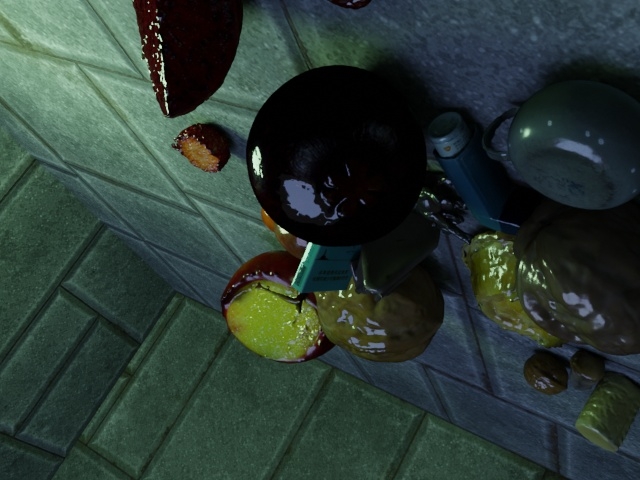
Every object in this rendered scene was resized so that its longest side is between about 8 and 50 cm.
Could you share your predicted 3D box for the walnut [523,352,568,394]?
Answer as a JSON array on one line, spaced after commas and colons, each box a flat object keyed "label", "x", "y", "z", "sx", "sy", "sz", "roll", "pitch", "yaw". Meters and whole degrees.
[{"label": "walnut", "x": 0.599, "y": 0.355, "z": 1.791, "sx": 0.124, "sy": 0.105, "sz": 0.105, "roll": 41, "pitch": 167, "yaw": 27}]

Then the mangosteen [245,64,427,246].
[{"label": "mangosteen", "x": 0.022, "y": -0.147, "z": 1.163, "sx": 0.307, "sy": 0.307, "sz": 0.347, "roll": 39, "pitch": -169, "yaw": -21}]

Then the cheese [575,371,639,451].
[{"label": "cheese", "x": 0.716, "y": 0.422, "z": 1.673, "sx": 0.123, "sy": 0.167, "sz": 0.094, "roll": 39, "pitch": 164, "yaw": -15}]

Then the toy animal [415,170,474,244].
[{"label": "toy animal", "x": 0.224, "y": -0.073, "z": 1.314, "sx": 0.148, "sy": 0.084, "sz": 0.232, "roll": 14, "pitch": 158, "yaw": 45}]

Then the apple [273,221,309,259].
[{"label": "apple", "x": -0.011, "y": -0.039, "z": 1.600, "sx": 0.188, "sy": 0.188, "sz": 0.174, "roll": 12, "pitch": 166, "yaw": 44}]

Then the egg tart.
[{"label": "egg tart", "x": 0.430, "y": 0.112, "z": 1.395, "sx": 0.345, "sy": 0.132, "sz": 0.345, "roll": 30, "pitch": 162, "yaw": 11}]

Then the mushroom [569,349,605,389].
[{"label": "mushroom", "x": 0.662, "y": 0.337, "z": 1.708, "sx": 0.084, "sy": 0.071, "sz": 0.209, "roll": 30, "pitch": 166, "yaw": 22}]

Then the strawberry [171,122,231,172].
[{"label": "strawberry", "x": -0.290, "y": -0.235, "z": 1.688, "sx": 0.145, "sy": 0.086, "sz": 0.145, "roll": 27, "pitch": 162, "yaw": 9}]

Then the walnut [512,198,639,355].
[{"label": "walnut", "x": 0.438, "y": 0.054, "z": 1.078, "sx": 0.273, "sy": 0.227, "sz": 0.273, "roll": 32, "pitch": 162, "yaw": 12}]

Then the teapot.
[{"label": "teapot", "x": 0.352, "y": -0.133, "z": 0.904, "sx": 0.294, "sy": 0.129, "sz": 0.193, "roll": 16, "pitch": 156, "yaw": 42}]

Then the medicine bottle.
[{"label": "medicine bottle", "x": 0.275, "y": -0.109, "z": 1.147, "sx": 0.124, "sy": 0.079, "sz": 0.258, "roll": 14, "pitch": 155, "yaw": 49}]

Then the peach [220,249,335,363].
[{"label": "peach", "x": -0.099, "y": 0.197, "z": 2.144, "sx": 0.405, "sy": 0.310, "sz": 0.335, "roll": 7, "pitch": 114, "yaw": 29}]

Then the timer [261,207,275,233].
[{"label": "timer", "x": -0.096, "y": -0.071, "z": 1.799, "sx": 0.136, "sy": 0.099, "sz": 0.136, "roll": 17, "pitch": 150, "yaw": 10}]

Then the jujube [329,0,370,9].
[{"label": "jujube", "x": 0.019, "y": -0.364, "z": 0.914, "sx": 0.129, "sy": 0.077, "sz": 0.077, "roll": 29, "pitch": 165, "yaw": -30}]

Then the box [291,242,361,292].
[{"label": "box", "x": 0.039, "y": 0.007, "z": 1.499, "sx": 0.041, "sy": 0.229, "sz": 0.162, "roll": 35, "pitch": -159, "yaw": 36}]

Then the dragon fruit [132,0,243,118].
[{"label": "dragon fruit", "x": -0.227, "y": -0.386, "z": 1.141, "sx": 0.205, "sy": 0.152, "sz": 0.317, "roll": 40, "pitch": 137, "yaw": 54}]

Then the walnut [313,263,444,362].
[{"label": "walnut", "x": 0.151, "y": 0.163, "z": 1.721, "sx": 0.343, "sy": 0.306, "sz": 0.306, "roll": 10, "pitch": 153, "yaw": 32}]

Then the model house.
[{"label": "model house", "x": 0.153, "y": 0.043, "z": 1.503, "sx": 0.122, "sy": 0.229, "sz": 0.188, "roll": 45, "pitch": 160, "yaw": 11}]
